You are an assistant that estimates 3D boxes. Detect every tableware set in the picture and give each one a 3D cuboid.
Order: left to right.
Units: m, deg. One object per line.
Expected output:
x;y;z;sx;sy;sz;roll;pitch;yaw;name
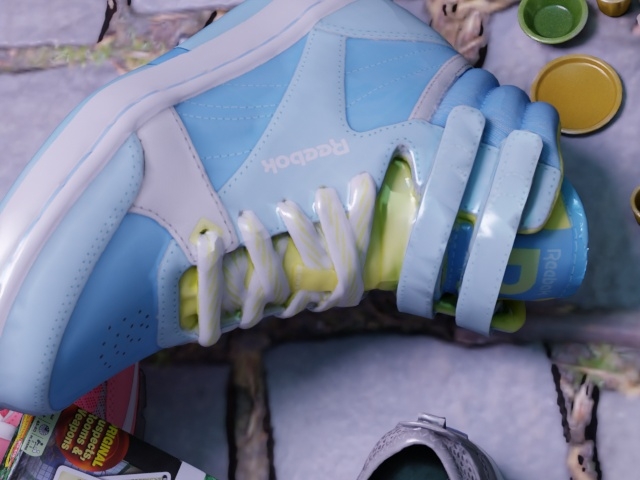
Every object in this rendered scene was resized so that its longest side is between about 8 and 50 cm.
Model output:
0.161;-0.076;0.856;0.104;0.024;0.154;-14;64;4;tableware set

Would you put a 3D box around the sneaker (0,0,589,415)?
0.000;0.000;0.755;0.208;0.127;0.319;31;52;19;sneaker

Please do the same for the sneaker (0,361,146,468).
-0.182;0.123;0.767;0.116;0.136;0.314;23;71;19;sneaker

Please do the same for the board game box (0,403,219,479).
-0.120;0.211;0.732;0.136;0.030;0.260;31;69;-23;board game box

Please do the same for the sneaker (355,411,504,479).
0.012;0.202;0.704;0.105;0.115;0.281;6;67;13;sneaker
